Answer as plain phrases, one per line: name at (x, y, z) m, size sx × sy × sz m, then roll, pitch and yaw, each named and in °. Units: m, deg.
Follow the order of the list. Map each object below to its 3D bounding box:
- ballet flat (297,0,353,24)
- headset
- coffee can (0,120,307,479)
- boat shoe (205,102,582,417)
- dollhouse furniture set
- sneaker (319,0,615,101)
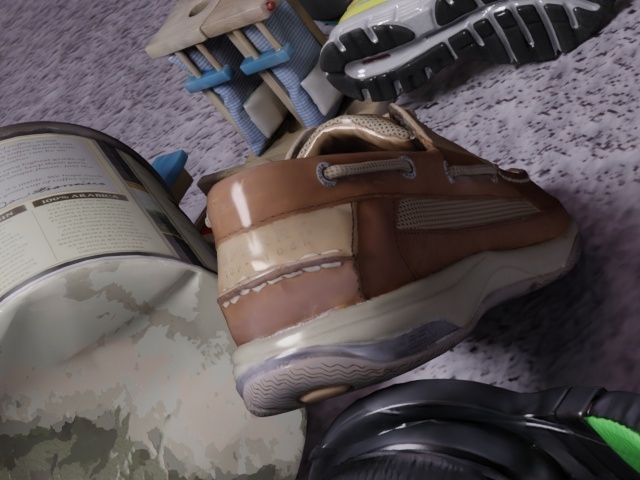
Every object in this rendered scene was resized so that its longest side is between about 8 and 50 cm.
ballet flat at (-0.021, -0.263, 1.428) m, size 0.095 × 0.096 × 0.280 m, roll -48°, pitch 24°, yaw 13°
headset at (0.000, 0.155, 0.659) m, size 0.243 × 0.185 × 0.394 m, roll -56°, pitch 18°, yaw -26°
coffee can at (-0.144, 0.061, 0.983) m, size 0.201 × 0.201 × 0.275 m, roll -43°, pitch 26°, yaw -1°
boat shoe at (0.042, -0.012, 0.815) m, size 0.123 × 0.116 × 0.324 m, roll -22°, pitch 1°, yaw 21°
dollhouse furniture set at (-0.055, -0.083, 1.162) m, size 0.129 × 0.129 × 0.183 m, roll -13°, pitch 37°, yaw 45°
sneaker at (0.097, -0.164, 1.101) m, size 0.209 × 0.081 × 0.094 m, roll -12°, pitch 40°, yaw 26°
